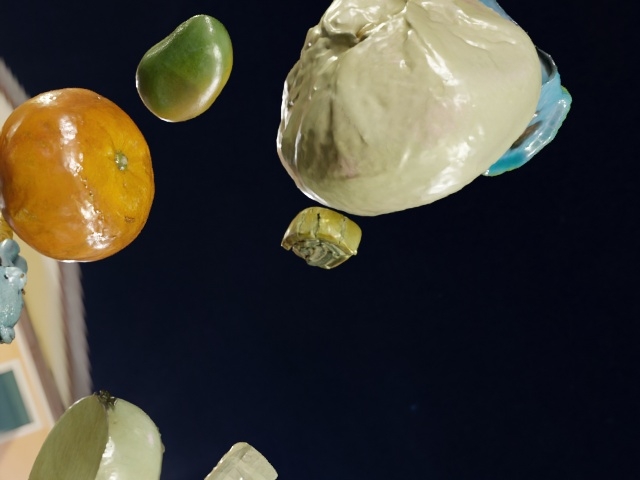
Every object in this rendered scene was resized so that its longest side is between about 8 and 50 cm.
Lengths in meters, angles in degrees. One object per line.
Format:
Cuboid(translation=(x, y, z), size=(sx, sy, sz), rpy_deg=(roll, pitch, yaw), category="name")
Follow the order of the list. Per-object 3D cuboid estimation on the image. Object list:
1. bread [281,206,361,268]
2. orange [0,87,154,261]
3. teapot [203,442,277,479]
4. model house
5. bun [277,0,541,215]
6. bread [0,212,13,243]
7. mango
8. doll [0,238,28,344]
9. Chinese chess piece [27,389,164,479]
Cuboid(translation=(0.000, 0.000, 2.176), size=(0.117, 0.064, 0.156), rpy_deg=(26, -24, -8), category="bread")
Cuboid(translation=(-0.400, -0.104, 2.028), size=(0.226, 0.284, 0.284), rpy_deg=(-15, -86, 23), category="orange")
Cuboid(translation=(-0.164, 0.368, 1.761), size=(0.107, 0.200, 0.077), rpy_deg=(49, -27, -10), category="teapot")
Cuboid(translation=(0.263, -0.253, 2.052), size=(0.237, 0.215, 0.303), rpy_deg=(51, 11, 20), category="model house")
Cuboid(translation=(0.082, -0.186, 1.515), size=(0.213, 0.361, 0.361), rpy_deg=(51, -18, -27), category="bun")
Cuboid(translation=(-0.598, -0.014, 2.249), size=(0.114, 0.083, 0.211), rpy_deg=(-36, -131, 48), category="bread")
Cuboid(translation=(-0.250, -0.327, 2.385), size=(0.156, 0.114, 0.251), rpy_deg=(41, -55, -10), category="mango")
Cuboid(translation=(-0.423, 0.054, 1.703), size=(0.075, 0.180, 0.120), rpy_deg=(-21, -68, 21), category="doll")
Cuboid(translation=(-0.296, 0.313, 1.637), size=(0.238, 0.092, 0.238), rpy_deg=(-39, -144, 36), category="Chinese chess piece")
